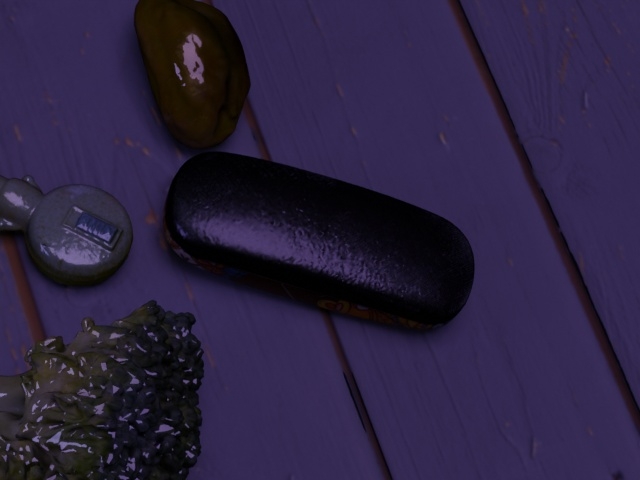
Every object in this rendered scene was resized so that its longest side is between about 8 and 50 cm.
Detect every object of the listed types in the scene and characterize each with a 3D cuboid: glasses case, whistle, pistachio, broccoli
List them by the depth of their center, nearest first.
[{"bbox_3d":[-0.225,0.159,1.545,0.245,0.288,0.248,14,97,7],"label":"broccoli"},{"bbox_3d":[-0.276,-0.029,1.705,0.198,0.057,0.104,28,58,-2],"label":"whistle"},{"bbox_3d":[0.000,0.000,1.760,0.321,0.082,0.122,17,61,-10],"label":"glasses case"},{"bbox_3d":[-0.133,-0.189,1.807,0.100,0.110,0.189,-20,67,9],"label":"pistachio"}]
